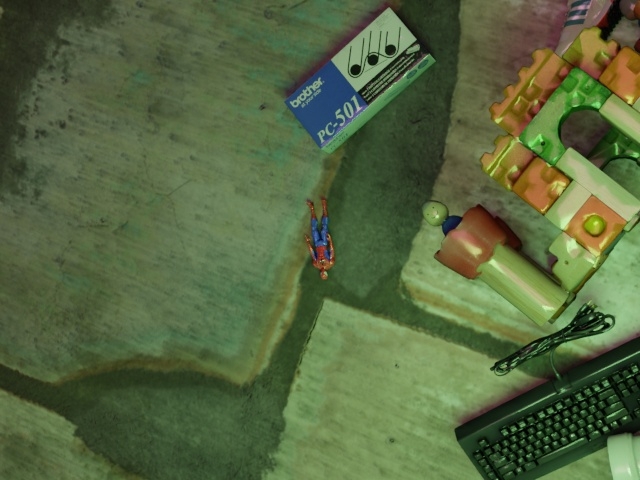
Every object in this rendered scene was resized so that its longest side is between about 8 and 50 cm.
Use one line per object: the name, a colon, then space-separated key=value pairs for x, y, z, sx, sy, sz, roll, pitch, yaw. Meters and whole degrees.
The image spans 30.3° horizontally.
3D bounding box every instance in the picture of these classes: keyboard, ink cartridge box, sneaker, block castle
keyboard: x=0.321 y=0.199 z=1.534 sx=0.317 sy=0.033 sz=0.201 roll=-30 pitch=107 yaw=14
ink cartridge box: x=0.056 y=-0.230 z=1.713 sx=0.207 sy=0.046 sz=0.097 roll=-41 pitch=72 yaw=11
sneaker: x=0.359 y=-0.304 z=1.617 sx=0.075 sy=0.057 sz=0.161 roll=43 pitch=101 yaw=35
block castle: x=0.334 y=-0.119 z=1.472 sx=0.213 sy=0.303 sz=0.453 roll=40 pitch=98 yaw=13

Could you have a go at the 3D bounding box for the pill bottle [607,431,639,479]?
pill bottle: x=0.472 y=0.269 z=1.476 sx=0.208 sy=0.117 sz=0.118 roll=-13 pitch=80 yaw=18

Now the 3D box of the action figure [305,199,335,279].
action figure: x=0.000 y=0.000 z=1.719 sx=0.038 sy=0.030 sz=0.115 roll=-9 pitch=83 yaw=13
